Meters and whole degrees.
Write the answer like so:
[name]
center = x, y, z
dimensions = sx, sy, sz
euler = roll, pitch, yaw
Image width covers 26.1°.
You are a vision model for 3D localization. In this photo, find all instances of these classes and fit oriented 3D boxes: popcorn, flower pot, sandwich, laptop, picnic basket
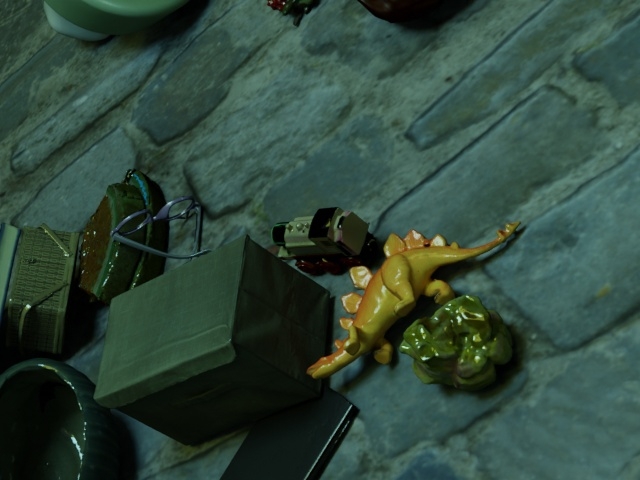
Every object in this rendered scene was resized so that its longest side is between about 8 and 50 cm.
[popcorn]
center = 0.138, 0.103, 1.420
dimensions = 0.109, 0.089, 0.097
euler = -21, 39, 40
[flower pot]
center = -0.345, 0.267, 1.717
dimensions = 0.157, 0.189, 0.243
euler = 100, 165, -55
[sandwich]
center = -0.286, -0.001, 1.928
dimensions = 0.159, 0.079, 0.235
euler = -9, 58, 42
[laptop]
center = -0.046, 0.247, 1.563
dimensions = 0.197, 0.016, 0.135
euler = -57, 37, -4
[picnic basket]
center = -0.390, 0.070, 1.937
dimensions = 0.115, 0.079, 0.164
euler = 109, 166, -48

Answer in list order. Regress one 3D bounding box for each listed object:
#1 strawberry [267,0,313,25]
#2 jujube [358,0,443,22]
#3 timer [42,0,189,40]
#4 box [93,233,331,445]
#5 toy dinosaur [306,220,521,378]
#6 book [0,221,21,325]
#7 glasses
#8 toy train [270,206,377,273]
[strawberry]
center = -0.038, -0.422, 1.965
dimensions = 0.167, 0.087, 0.208
euler = -43, 39, 17
[jujube]
center = 0.106, -0.394, 1.715
dimensions = 0.232, 0.213, 0.213
euler = -54, 39, 5
[timer]
center = -0.356, -0.430, 2.202
dimensions = 0.315, 0.291, 0.290
euler = -35, 38, 59
[box]
center = -0.126, 0.124, 1.611
dimensions = 0.231, 0.149, 0.155
euler = -26, 45, 35
[toy dinosaur]
center = 0.088, 0.048, 1.524
dimensions = 0.288, 0.070, 0.117
euler = -43, 40, 8
[book]
center = -0.499, 0.224, 1.927
dimensions = 0.300, 0.039, 0.428
euler = 128, 152, -53
[glasses]
center = -0.196, 0.005, 1.840
dimensions = 0.104, 0.140, 0.062
euler = 56, 142, 16
[toy train]
center = 0.000, 0.000, 1.629
dimensions = 0.138, 0.087, 0.050
euler = -5, 57, 43
